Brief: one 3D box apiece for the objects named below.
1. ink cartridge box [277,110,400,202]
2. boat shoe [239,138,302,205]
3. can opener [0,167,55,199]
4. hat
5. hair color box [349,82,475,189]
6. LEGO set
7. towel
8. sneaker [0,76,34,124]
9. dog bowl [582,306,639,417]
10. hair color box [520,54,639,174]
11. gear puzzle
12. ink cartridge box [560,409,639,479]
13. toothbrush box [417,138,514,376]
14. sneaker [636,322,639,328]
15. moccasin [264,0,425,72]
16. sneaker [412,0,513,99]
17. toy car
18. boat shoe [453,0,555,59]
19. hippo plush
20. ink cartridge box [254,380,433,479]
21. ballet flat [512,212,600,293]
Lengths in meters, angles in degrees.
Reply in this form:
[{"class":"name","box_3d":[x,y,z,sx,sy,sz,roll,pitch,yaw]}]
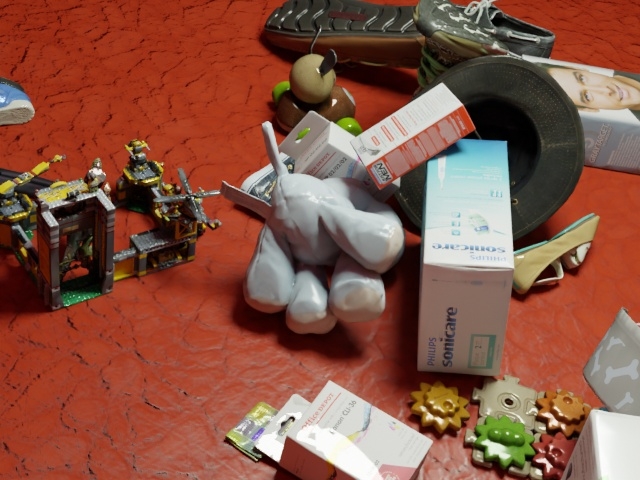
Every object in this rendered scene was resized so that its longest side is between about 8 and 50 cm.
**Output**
[{"class":"ink cartridge box","box_3d":[0.027,-0.117,1.690,0.181,0.104,0.061,30,37,-20]},{"class":"boat shoe","box_3d":[-0.049,-0.098,1.741,0.083,0.065,0.183,34,50,18]},{"class":"can opener","box_3d":[-0.496,-0.097,1.639,0.186,0.073,0.059,21,33,-3]},{"class":"hat","box_3d":[0.277,-0.142,1.767,0.331,0.331,0.134,17,1,7]},{"class":"hair color box","box_3d":[0.135,-0.156,1.553,0.167,0.053,0.093,-31,32,4]},{"class":"LEGO set","box_3d":[-0.323,-0.062,1.532,0.331,0.192,0.255,-12,46,-25]},{"class":"towel","box_3d":[-0.079,0.249,1.374,0.060,0.009,0.083,31,45,21]},{"class":"sneaker","box_3d":[-0.572,-0.238,1.776,0.152,0.058,0.084,-9,50,-28]},{"class":"dog bowl","box_3d":[0.476,0.238,1.314,0.349,0.102,0.349,40,10,-8]},{"class":"hair color box","box_3d":[0.557,-0.232,1.986,0.375,0.113,0.185,9,41,-2]},{"class":"gear puzzle","box_3d":[0.289,0.248,1.431,0.339,0.044,0.175,15,41,5]},{"class":"ink cartridge box","box_3d":[0.323,0.354,1.148,0.115,0.272,0.198,9,41,1]},{"class":"toothbrush box","box_3d":[0.209,0.019,1.534,0.126,0.216,0.295,4,40,6]},{"class":"sneaker","box_3d":[0.495,0.174,1.564,0.067,0.042,0.118,-14,49,-31]},{"class":"moccasin","box_3d":[0.066,-0.398,2.047,0.380,0.147,0.139,5,54,21]},{"class":"sneaker","box_3d":[0.233,-0.301,1.853,0.158,0.182,0.410,43,12,20]},{"class":"toy car","box_3d":[0.001,-0.281,1.858,0.149,0.188,0.155,-7,44,-20]},{"class":"boat shoe","box_3d":[0.348,-0.456,2.199,0.306,0.105,0.113,32,45,22]},{"class":"hippo plush","box_3d":[0.000,0.000,1.571,0.294,0.234,0.236,39,15,9]},{"class":"ink cartridge box","box_3d":[0.027,0.261,1.335,0.198,0.067,0.115,28,44,14]},{"class":"ballet flat","box_3d":[0.383,0.026,1.701,0.232,0.080,0.073,-23,79,-30]}]
